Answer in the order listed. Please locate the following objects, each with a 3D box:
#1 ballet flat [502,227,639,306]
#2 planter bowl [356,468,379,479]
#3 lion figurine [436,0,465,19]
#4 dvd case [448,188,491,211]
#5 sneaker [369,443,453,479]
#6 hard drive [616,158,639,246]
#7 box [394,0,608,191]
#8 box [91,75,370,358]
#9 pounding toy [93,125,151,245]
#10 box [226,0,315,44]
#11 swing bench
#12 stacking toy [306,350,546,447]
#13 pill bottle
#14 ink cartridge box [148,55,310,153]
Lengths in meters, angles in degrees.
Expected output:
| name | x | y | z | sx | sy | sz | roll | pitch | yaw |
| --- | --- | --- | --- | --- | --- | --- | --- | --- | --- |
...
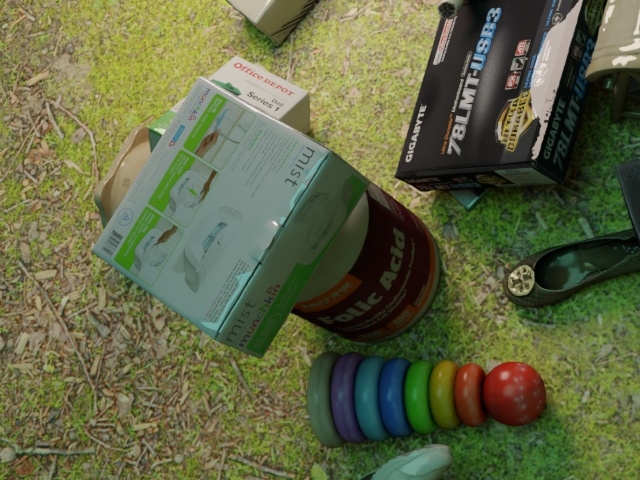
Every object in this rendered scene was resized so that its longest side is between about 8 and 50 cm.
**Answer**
| name | x | y | z | sx | sy | sz | roll | pitch | yaw |
| --- | --- | --- | --- | --- | --- | --- | --- | --- | --- |
| ballet flat | 0.370 | 0.032 | 1.828 | 0.249 | 0.058 | 0.084 | -16 | 67 | 22 |
| planter bowl | 0.115 | 0.405 | 1.813 | 0.162 | 0.109 | 0.162 | -9 | 70 | 25 |
| lion figurine | 0.284 | -0.459 | 1.934 | 0.392 | 0.142 | 0.240 | -9 | 30 | 32 |
| dvd case | 0.216 | -0.112 | 1.980 | 0.087 | 0.013 | 0.119 | -46 | 58 | 7 |
| sneaker | 0.101 | 0.363 | 1.729 | 0.232 | 0.090 | 0.115 | -44 | 66 | 19 |
| hard drive | 0.508 | -0.003 | 1.737 | 0.172 | 0.054 | 0.255 | -16 | 68 | -4 |
| box | 0.260 | -0.219 | 1.888 | 0.293 | 0.073 | 0.296 | 1 | 69 | 51 |
| box | -0.111 | -0.030 | 1.598 | 0.231 | 0.127 | 0.262 | 31 | 89 | 30 |
| pounding toy | -0.265 | -0.056 | 2.146 | 0.154 | 0.154 | 0.270 | 12 | 61 | 30 |
| box | -0.034 | -0.475 | 2.179 | 0.275 | 0.094 | 0.113 | -49 | 59 | 6 |
| swing bench | 0.471 | -0.308 | 1.769 | 0.165 | 0.254 | 0.253 | 12 | 80 | 30 |
| stacking toy | 0.153 | 0.217 | 1.846 | 0.330 | 0.141 | 0.141 | -6 | 71 | 21 |
| pill bottle | 0.000 | 0.000 | 1.835 | 0.224 | 0.392 | 0.224 | -8 | 71 | 25 |
| ink cartridge box | -0.141 | -0.179 | 2.073 | 0.160 | 0.093 | 0.219 | 29 | 55 | 23 |
